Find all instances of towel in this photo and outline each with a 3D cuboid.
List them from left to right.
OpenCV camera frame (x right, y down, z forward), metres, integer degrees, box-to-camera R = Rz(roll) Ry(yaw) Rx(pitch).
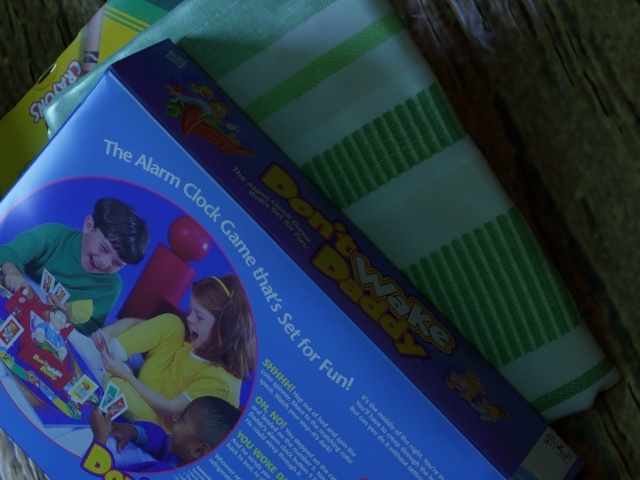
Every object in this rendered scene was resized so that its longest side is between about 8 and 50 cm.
[{"bbox_3d":[0.000,0.000,1.177,0.248,0.038,0.324,-31,93,30],"label":"towel"}]

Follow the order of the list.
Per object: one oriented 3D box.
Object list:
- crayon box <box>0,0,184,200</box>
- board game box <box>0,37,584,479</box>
[{"bbox_3d":[-0.121,-0.047,1.310,0.278,0.081,0.165,-44,64,24],"label":"crayon box"},{"bbox_3d":[-0.052,0.088,1.163,0.347,0.078,0.233,46,119,3],"label":"board game box"}]
